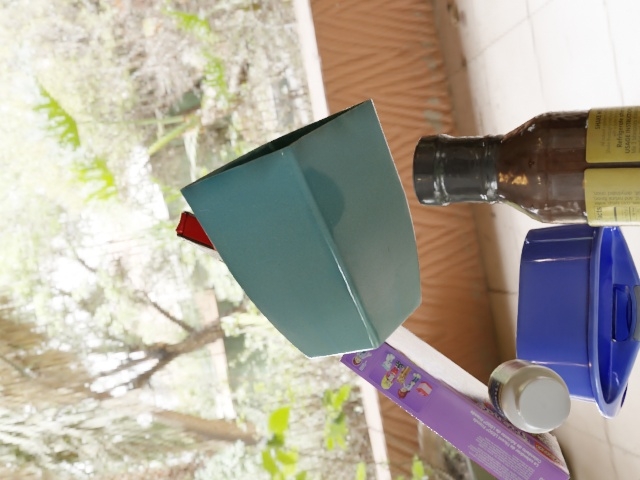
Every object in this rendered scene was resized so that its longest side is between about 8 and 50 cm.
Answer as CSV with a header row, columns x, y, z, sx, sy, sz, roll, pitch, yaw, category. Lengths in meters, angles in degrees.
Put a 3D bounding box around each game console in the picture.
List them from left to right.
x,y,z,sx,sy,sz,roll,pitch,yaw,category
-0.073,0.065,1.589,0.342,0.060,0.387,18,169,43,game console

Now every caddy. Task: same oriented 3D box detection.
x,y,z,sx,sy,sz,roll,pitch,yaw,category
0.450,0.122,1.351,0.241,0.179,0.341,24,-112,-54,caddy

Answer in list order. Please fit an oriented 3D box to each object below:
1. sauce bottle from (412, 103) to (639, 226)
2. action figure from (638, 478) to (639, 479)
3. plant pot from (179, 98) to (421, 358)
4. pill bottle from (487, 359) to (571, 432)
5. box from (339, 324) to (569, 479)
x,y,z,sx,sy,sz,roll,pitch,yaw,category
0.255,-0.067,0.719,0.111,0.345,0.111,3,-90,-66,sauce bottle
0.467,0.248,0.656,0.370,0.276,0.248,31,135,20,action figure
0.000,0.000,0.883,0.165,0.166,0.234,-37,-74,-47,plant pot
0.212,0.158,0.820,0.120,0.067,0.067,70,-171,-86,pill bottle
0.173,0.206,1.040,0.293,0.057,0.201,36,-173,9,box
